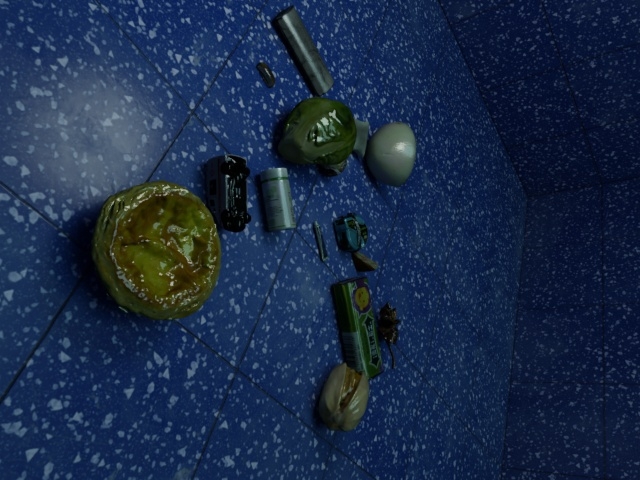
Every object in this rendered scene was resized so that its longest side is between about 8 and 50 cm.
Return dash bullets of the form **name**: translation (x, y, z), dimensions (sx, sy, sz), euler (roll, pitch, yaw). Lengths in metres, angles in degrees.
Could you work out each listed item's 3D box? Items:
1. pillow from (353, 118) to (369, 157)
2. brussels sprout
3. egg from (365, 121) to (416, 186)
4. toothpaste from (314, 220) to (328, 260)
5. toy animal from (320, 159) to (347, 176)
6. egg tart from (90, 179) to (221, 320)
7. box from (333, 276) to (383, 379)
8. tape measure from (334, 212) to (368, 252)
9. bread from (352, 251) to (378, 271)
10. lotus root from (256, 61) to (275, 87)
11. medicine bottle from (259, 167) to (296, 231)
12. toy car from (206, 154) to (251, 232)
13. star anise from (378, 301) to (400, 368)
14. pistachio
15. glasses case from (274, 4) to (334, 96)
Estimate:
- **pillow**: translation (0.101, -0.393, 2.018), dimensions (0.254, 0.078, 0.145), euler (0, 92, -53)
- **brussels sprout**: translation (-0.011, -0.347, 1.751), dimensions (0.271, 0.210, 0.220), euler (-39, 136, -34)
- **egg**: translation (0.261, -0.360, 2.145), dimensions (0.161, 0.206, 0.271), euler (1, 70, -22)
- **toothpaste**: translation (0.000, 0.000, 1.836), dimensions (0.037, 0.021, 0.140), euler (-28, 106, -54)
- **toy animal**: translation (0.058, -0.279, 1.913), dimensions (0.137, 0.098, 0.098), euler (-26, 104, -34)
- **egg tart**: translation (-0.374, 0.025, 1.227), dimensions (0.341, 0.132, 0.342), euler (14, 72, -51)
- **box**: translation (0.131, 0.307, 1.883), dimensions (0.134, 0.097, 0.346), euler (-13, 93, -46)
- **tape measure**: translation (0.116, -0.029, 1.950), dimensions (0.125, 0.080, 0.146), euler (-16, 95, -51)
- **bread**: translation (0.156, 0.088, 2.007), dimensions (0.109, 0.062, 0.043), euler (37, 35, 12)
- **lotus root**: translation (-0.167, -0.530, 1.721), dimensions (0.083, 0.030, 0.037), euler (59, 40, -28)
- **medicine bottle**: translation (-0.129, -0.121, 1.633), dimensions (0.086, 0.086, 0.184), euler (-7, 88, -54)
- **toy car**: translation (-0.253, -0.124, 1.453), dimensions (0.089, 0.108, 0.210), euler (3, 84, -56)
- **star anise**: translation (0.260, 0.345, 2.058), dimensions (0.234, 0.073, 0.177), euler (-80, 151, -51)
- **pistachio**: translation (0.077, 0.498, 1.729), dimensions (0.157, 0.157, 0.230), euler (58, 36, -27)
- **glasses case**: translation (-0.052, -0.655, 1.880), dimensions (0.299, 0.060, 0.114), euler (57, 40, -29)
